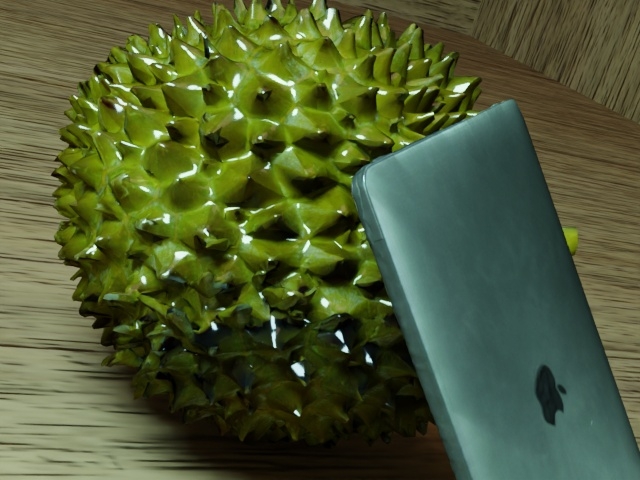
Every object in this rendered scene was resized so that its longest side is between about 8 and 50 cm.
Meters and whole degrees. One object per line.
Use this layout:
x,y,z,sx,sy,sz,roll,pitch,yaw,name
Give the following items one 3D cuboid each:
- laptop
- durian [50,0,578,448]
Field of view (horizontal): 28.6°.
0.102,0.073,0.592,0.015,0.269,0.187,-17,7,33,laptop
-0.009,0.005,0.688,0.293,0.258,0.258,25,9,-43,durian
